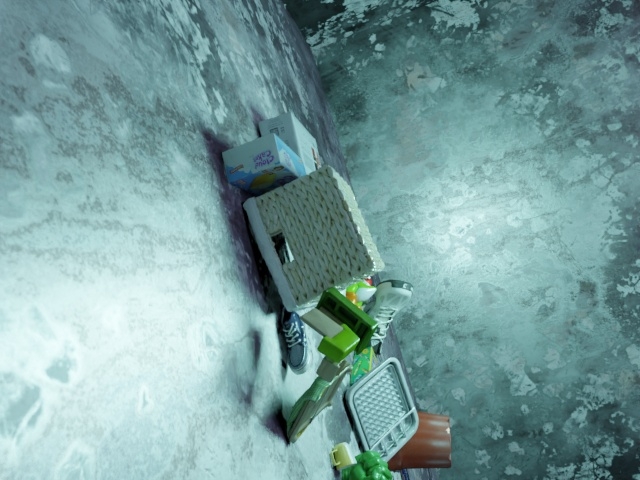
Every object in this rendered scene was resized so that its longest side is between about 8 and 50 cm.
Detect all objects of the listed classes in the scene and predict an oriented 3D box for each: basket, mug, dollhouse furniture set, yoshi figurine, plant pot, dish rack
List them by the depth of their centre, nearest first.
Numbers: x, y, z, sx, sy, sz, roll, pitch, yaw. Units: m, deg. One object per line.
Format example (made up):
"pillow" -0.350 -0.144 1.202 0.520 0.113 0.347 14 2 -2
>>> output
"dollhouse furniture set" -0.019 0.295 1.114 0.151 0.302 0.197 35 27 21
"basket" 0.000 0.000 1.338 0.329 0.266 0.331 67 10 9
"mug" 0.066 0.626 1.353 0.078 0.062 0.064 65 6 -60
"dish rack" 0.224 0.634 1.741 0.285 0.072 0.333 -27 104 -35
"plant pot" 0.408 0.836 1.951 0.272 0.264 0.273 -1 90 -78
"yoshi figurine" 0.111 0.170 2.011 0.202 0.203 0.362 30 43 -14

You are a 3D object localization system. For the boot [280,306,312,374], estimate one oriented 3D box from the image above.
"boot" -0.074 0.260 1.230 0.086 0.069 0.190 56 12 -32

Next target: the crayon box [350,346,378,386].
"crayon box" 0.194 0.579 1.915 0.278 0.081 0.166 -59 131 -74

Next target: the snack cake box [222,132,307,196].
"snack cake box" -0.144 -0.197 1.298 0.264 0.152 0.089 22 53 -74

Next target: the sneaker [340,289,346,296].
"sneaker" 0.044 0.221 1.655 0.152 0.114 0.306 -41 113 -78

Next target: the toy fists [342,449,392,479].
"toy fists" 0.136 0.732 1.321 0.279 0.142 0.096 -85 155 -60

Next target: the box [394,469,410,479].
"box" 0.388 1.098 2.192 0.225 0.036 0.137 57 20 -55

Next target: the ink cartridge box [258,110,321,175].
"ink cartridge box" -0.089 -0.276 1.697 0.309 0.129 0.272 23 53 -74

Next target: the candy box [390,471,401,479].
"candy box" 0.276 0.990 1.762 0.165 0.070 0.197 53 24 -57

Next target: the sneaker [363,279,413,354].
"sneaker" 0.287 0.366 2.065 0.448 0.168 0.258 115 -12 -55

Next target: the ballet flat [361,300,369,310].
"ballet flat" 0.180 0.285 2.099 0.206 0.067 0.073 -51 131 -43

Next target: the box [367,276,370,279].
"box" 0.141 0.105 1.917 0.027 0.136 0.094 141 -43 -58
